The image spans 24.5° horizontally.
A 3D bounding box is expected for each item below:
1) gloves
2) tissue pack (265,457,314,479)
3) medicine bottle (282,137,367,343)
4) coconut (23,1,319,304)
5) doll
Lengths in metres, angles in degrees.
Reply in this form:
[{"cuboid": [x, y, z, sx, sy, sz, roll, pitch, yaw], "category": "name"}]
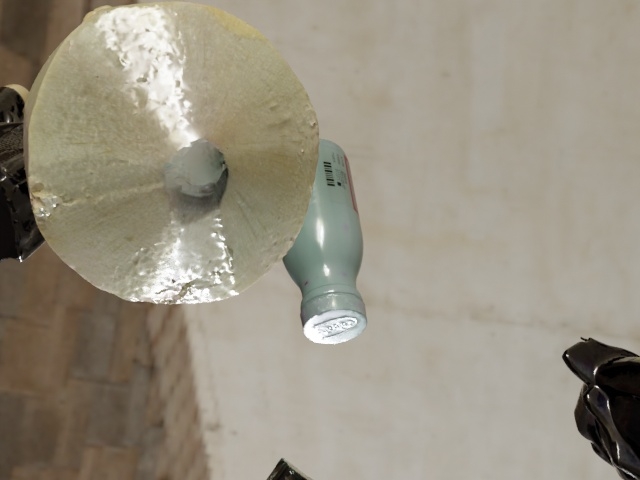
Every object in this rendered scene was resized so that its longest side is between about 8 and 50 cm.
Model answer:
[{"cuboid": [-0.255, -0.100, 1.371, 0.152, 0.197, 0.301, 59, 44, -42], "category": "gloves"}, {"cuboid": [-0.060, 0.382, 1.933, 0.170, 0.103, 0.090, -52, -169, -5], "category": "tissue pack"}, {"cuboid": [0.000, 0.000, 1.552, 0.090, 0.090, 0.216, 75, 5, -56], "category": "medicine bottle"}, {"cuboid": [-0.119, -0.070, 1.153, 0.244, 0.239, 0.239, -145, -121, -75], "category": "coconut"}, {"cuboid": [0.274, 0.175, 1.133, 0.127, 0.248, 0.088, -44, 173, 29], "category": "doll"}]
